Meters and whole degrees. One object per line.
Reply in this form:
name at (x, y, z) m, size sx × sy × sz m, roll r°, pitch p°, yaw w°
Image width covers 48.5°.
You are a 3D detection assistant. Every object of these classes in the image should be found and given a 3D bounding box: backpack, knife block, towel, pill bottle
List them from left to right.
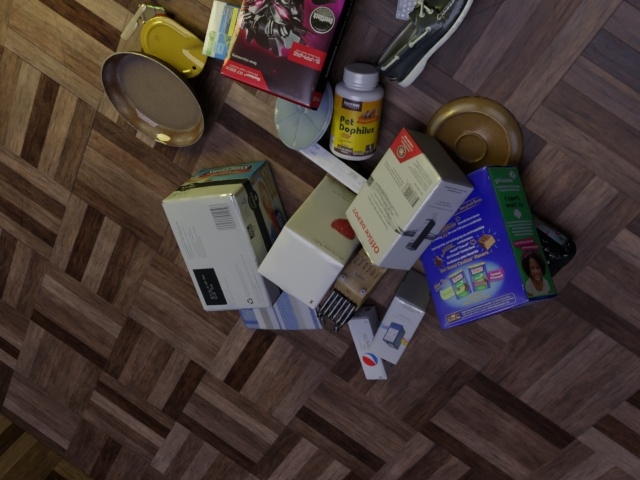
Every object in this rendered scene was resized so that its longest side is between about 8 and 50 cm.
towel at (-0.136, 0.183, 2.152) m, size 0.284 × 0.034 × 0.209 m, roll -4°, pitch 119°, yaw 28°
pill bottle at (0.088, -0.309, 1.705) m, size 0.117 × 0.117 × 0.215 m, roll 15°, pitch 124°, yaw 15°
knife block at (0.104, 0.116, 1.942) m, size 0.088 × 0.276 × 0.242 m, roll 38°, pitch 161°, yaw 8°
backpack at (0.502, 0.009, 1.715) m, size 0.182 × 0.115 × 0.152 m, roll 37°, pitch 115°, yaw 1°

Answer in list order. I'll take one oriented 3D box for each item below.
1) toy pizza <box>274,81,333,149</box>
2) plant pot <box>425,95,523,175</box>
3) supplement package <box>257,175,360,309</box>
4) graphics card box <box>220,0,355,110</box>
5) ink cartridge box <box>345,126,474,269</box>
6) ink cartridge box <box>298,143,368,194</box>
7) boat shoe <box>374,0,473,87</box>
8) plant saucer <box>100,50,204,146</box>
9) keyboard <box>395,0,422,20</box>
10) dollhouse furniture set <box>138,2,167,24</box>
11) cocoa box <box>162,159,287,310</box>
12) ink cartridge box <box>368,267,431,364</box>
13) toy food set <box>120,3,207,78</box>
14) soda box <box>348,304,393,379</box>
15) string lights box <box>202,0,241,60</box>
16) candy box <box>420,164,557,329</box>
toy pizza at (-0.038, -0.323, 1.757) m, size 0.201 × 0.032 × 0.201 m, roll -4°, pitch 85°, yaw 44°
plant pot at (0.360, -0.224, 1.689) m, size 0.236 × 0.032 × 0.236 m, roll 11°, pitch 122°, yaw 18°
supplement package at (0.000, 0.000, 1.820) m, size 0.177 × 0.293 × 0.175 m, roll 34°, pitch 127°, yaw 1°
graphics card box at (-0.057, -0.507, 1.592) m, size 0.232 × 0.094 × 0.371 m, roll 23°, pitch 102°, yaw 11°
ink cartridge box at (0.200, -0.092, 1.670) m, size 0.114 × 0.197 × 0.273 m, roll 10°, pitch 128°, yaw -37°
ink cartridge box at (0.043, -0.183, 1.809) m, size 0.207 × 0.097 × 0.046 m, roll 37°, pitch 95°, yaw 0°
boat shoe at (0.227, -0.466, 1.544) m, size 0.091 × 0.114 × 0.302 m, roll 23°, pitch 127°, yaw -17°
plant saucer at (-0.437, -0.381, 1.888) m, size 0.310 × 0.050 × 0.311 m, roll 19°, pitch 146°, yaw 13°
keyboard at (0.218, -0.604, 1.536) m, size 0.072 × 0.014 × 0.256 m, roll 17°, pitch 124°, yaw 14°
dollhouse furniture set at (-0.424, -0.620, 1.805) m, size 0.076 × 0.059 × 0.152 m, roll 11°, pitch 142°, yaw 9°
cocoa box at (-0.234, -0.012, 1.955) m, size 0.231 × 0.228 × 0.347 m, roll -5°, pitch 117°, yaw 26°
ink cartridge box at (0.222, 0.205, 1.930) m, size 0.093 × 0.154 × 0.212 m, roll 28°, pitch 125°, yaw 5°
toy food set at (-0.382, -0.512, 1.817) m, size 0.217 × 0.071 × 0.128 m, roll 34°, pitch 123°, yaw -8°
soda box at (0.146, 0.298, 2.069) m, size 0.069 × 0.074 × 0.216 m, roll -7°, pitch 116°, yaw 27°
string lights box at (-0.141, -0.478, 1.710) m, size 0.259 × 0.077 × 0.133 m, roll 18°, pitch 104°, yaw 13°
candy box at (0.367, 0.019, 1.658) m, size 0.268 × 0.122 × 0.317 m, roll -28°, pitch 73°, yaw 48°
